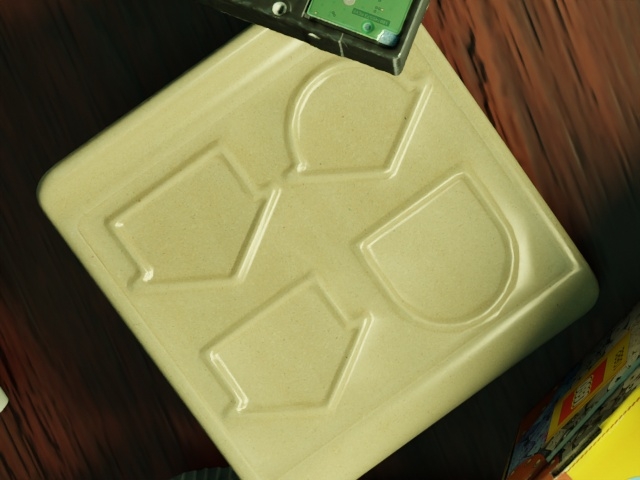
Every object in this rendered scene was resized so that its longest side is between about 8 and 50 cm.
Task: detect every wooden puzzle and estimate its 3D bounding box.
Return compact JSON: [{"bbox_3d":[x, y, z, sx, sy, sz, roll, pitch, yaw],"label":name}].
[{"bbox_3d":[0.000,0.000,1.493,0.322,0.080,0.348,-36,102,-1],"label":"wooden puzzle"}]

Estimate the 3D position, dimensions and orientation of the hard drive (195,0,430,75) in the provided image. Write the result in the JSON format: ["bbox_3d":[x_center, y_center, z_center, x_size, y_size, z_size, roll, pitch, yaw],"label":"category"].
[{"bbox_3d":[-0.055,-0.289,1.407,0.339,0.064,0.237,20,84,7],"label":"hard drive"}]

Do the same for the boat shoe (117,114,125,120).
[{"bbox_3d":[-0.098,-0.062,1.545,0.152,0.056,0.049,19,106,6],"label":"boat shoe"}]

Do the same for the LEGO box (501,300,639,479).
[{"bbox_3d":[0.447,0.214,1.438,0.500,0.193,0.372,41,111,-2],"label":"LEGO box"}]

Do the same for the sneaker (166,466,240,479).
[{"bbox_3d":[0.010,0.274,1.596,0.319,0.112,0.131,9,151,11],"label":"sneaker"}]

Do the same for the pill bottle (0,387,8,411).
[{"bbox_3d":[-0.400,0.052,1.589,0.169,0.169,0.301,-32,98,20],"label":"pill bottle"}]
